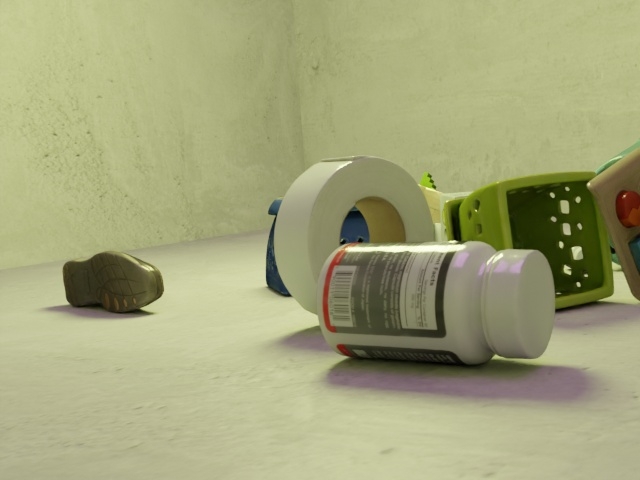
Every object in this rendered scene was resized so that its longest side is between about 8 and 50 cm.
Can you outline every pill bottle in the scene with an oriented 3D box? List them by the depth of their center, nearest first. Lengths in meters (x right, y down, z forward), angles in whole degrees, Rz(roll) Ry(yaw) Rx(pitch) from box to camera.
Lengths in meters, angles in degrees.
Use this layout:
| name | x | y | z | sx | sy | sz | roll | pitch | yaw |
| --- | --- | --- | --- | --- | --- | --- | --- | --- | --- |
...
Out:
| name | x | y | z | sx | sy | sz | roll | pitch | yaw |
| --- | --- | --- | --- | --- | --- | --- | --- | --- | --- |
| pill bottle | 0.151 | 0.081 | 1.204 | 0.283 | 0.161 | 0.161 | -1 | 6 | 34 |
| pill bottle | 0.572 | 0.034 | 2.012 | 0.067 | 0.067 | 0.120 | -4 | 4 | 2 |

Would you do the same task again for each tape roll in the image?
| name | x | y | z | sx | sy | sz | roll | pitch | yaw |
| --- | --- | --- | --- | --- | --- | --- | --- | --- | --- |
| tape roll | 0.061 | -0.002 | 1.565 | 0.286 | 0.286 | 0.100 | -7 | 5 | -36 |

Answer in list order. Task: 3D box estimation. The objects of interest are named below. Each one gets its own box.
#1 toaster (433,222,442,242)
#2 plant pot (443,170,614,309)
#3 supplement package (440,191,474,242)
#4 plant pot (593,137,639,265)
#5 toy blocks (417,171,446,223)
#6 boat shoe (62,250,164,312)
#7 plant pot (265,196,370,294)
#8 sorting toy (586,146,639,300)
| name | x | y | z | sx | sy | sz | roll | pitch | yaw |
| --- | --- | --- | --- | --- | --- | --- | --- | --- | --- |
| toaster | 0.347 | 0.009 | 2.210 | 0.168 | 0.110 | 0.186 | -4 | 0 | 13 |
| plant pot | 0.352 | 0.009 | 1.613 | 0.227 | 0.228 | 0.207 | -7 | -2 | -28 |
| supplement package | 0.341 | -0.006 | 1.922 | 0.149 | 0.194 | 0.203 | -4 | 4 | 0 |
| plant pot | 0.768 | -0.096 | 2.021 | 0.341 | 0.340 | 0.334 | 0 | 13 | 44 |
| toy blocks | 0.381 | -0.052 | 2.524 | 0.261 | 0.190 | 0.381 | 22 | 1 | 21 |
| boat shoe | -0.431 | 0.080 | 1.981 | 0.130 | 0.132 | 0.355 | -8 | 7 | -41 |
| plant pot | 0.000 | 0.000 | 2.075 | 0.236 | 0.212 | 0.236 | -4 | 4 | -14 |
| sorting toy | 0.605 | -0.053 | 1.627 | 0.307 | 0.229 | 0.041 | -30 | 6 | -38 |
